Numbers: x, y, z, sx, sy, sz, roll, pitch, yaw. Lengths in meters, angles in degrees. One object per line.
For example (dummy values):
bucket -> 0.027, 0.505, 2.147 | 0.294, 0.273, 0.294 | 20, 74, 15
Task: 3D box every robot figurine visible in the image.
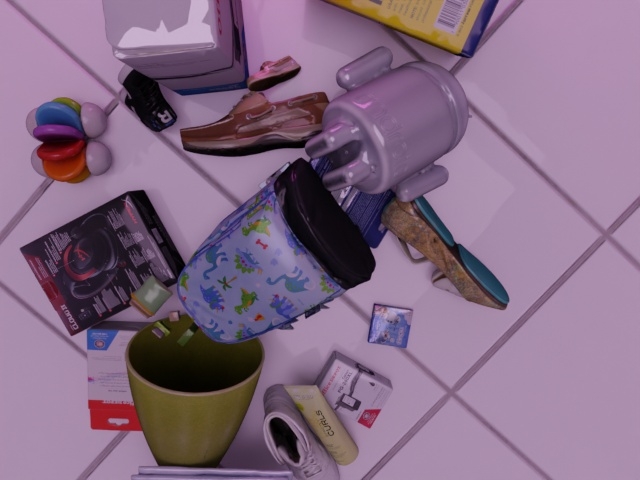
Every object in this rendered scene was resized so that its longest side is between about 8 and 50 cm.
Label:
robot figurine -> 0.146, -0.222, 1.071 | 0.354, 0.200, 0.299 | -33, 104, -22

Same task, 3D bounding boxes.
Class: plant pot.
plant pot -> -0.272, 0.353, 1.161 | 0.275, 0.274, 0.293 | 9, 113, -1

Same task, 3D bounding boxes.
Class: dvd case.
dvd case -> -0.068, -0.101, 1.210 | 0.087, 0.013, 0.119 | -37, 97, 4

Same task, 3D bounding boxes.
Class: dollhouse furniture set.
dollhouse furniture set -> -0.319, 0.147, 1.106 | 0.152, 0.058, 0.076 | 43, 96, -4

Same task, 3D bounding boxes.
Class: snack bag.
snack bag -> -0.217, 0.579, 1.202 | 0.324, 0.037, 0.342 | 0, 135, -1

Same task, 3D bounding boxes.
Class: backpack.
backpack -> -0.117, 0.054, 1.114 | 0.356, 0.273, 0.290 | -24, 107, 32

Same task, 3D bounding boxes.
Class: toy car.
toy car -> -0.535, -0.208, 1.135 | 0.159, 0.136, 0.181 | -4, 97, 1

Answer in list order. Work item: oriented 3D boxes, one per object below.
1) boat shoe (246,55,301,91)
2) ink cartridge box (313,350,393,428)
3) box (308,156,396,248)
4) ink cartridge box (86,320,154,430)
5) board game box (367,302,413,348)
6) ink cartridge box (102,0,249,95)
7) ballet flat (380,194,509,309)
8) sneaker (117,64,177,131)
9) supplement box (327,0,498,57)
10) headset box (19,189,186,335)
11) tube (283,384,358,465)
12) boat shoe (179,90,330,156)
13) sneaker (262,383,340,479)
boat shoe -> -0.104, -0.350, 1.143 | 0.135, 0.050, 0.045 | -30, 83, -34
ink cartridge box -> 0.070, 0.336, 1.239 | 0.151, 0.063, 0.109 | 29, 96, -3
box -> 0.057, -0.089, 1.192 | 0.225, 0.036, 0.136 | 29, 96, -10
ink cartridge box -> -0.442, 0.302, 1.228 | 0.134, 0.078, 0.230 | 2, 97, 0
board game box -> 0.158, 0.194, 1.243 | 0.090, 0.020, 0.090 | 8, 97, -2
ink cartridge box -> -0.241, -0.435, 0.976 | 0.167, 0.395, 0.285 | -5, 97, 1
ballet flat -> 0.261, 0.038, 1.179 | 0.123, 0.123, 0.348 | -43, 104, 5
sneaker -> -0.334, -0.287, 1.096 | 0.079, 0.217, 0.121 | -46, 101, -17
supplement box -> 0.155, -0.510, 1.048 | 0.357, 0.194, 0.195 | 21, 111, -3
headset box -> -0.471, 0.052, 1.180 | 0.294, 0.110, 0.218 | -28, 96, 3
tube -> 0.007, 0.402, 1.213 | 0.070, 0.062, 0.240 | -30, 115, -2
boat shoe -> -0.129, -0.247, 1.148 | 0.325, 0.122, 0.119 | -8, 92, -7
sneaker -> -0.047, 0.478, 1.206 | 0.108, 0.169, 0.292 | -30, 97, 2
